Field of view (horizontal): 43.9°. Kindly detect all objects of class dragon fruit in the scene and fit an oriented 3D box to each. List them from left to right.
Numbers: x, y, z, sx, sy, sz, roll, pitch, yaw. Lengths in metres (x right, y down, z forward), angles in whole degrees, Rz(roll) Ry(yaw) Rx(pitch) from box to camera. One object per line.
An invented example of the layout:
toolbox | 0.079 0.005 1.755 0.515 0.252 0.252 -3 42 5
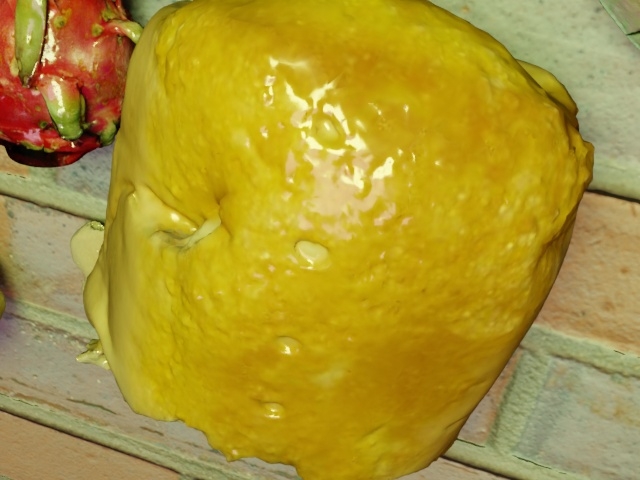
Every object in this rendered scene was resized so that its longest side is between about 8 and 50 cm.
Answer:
dragon fruit | -0.219 -0.161 0.675 0.166 0.160 0.172 44 136 43

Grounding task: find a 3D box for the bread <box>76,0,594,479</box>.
bread | 0.000 0.000 0.594 0.361 0.250 0.394 15 133 -6

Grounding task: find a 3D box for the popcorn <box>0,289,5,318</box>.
popcorn | -0.503 0.011 0.855 0.332 0.225 0.265 26 109 -10

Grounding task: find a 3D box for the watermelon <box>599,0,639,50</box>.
watermelon | 0.297 -0.213 0.444 0.222 0.292 0.319 -47 59 2

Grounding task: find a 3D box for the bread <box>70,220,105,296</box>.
bread | -0.156 0.067 0.873 0.251 0.039 0.181 9 124 14
